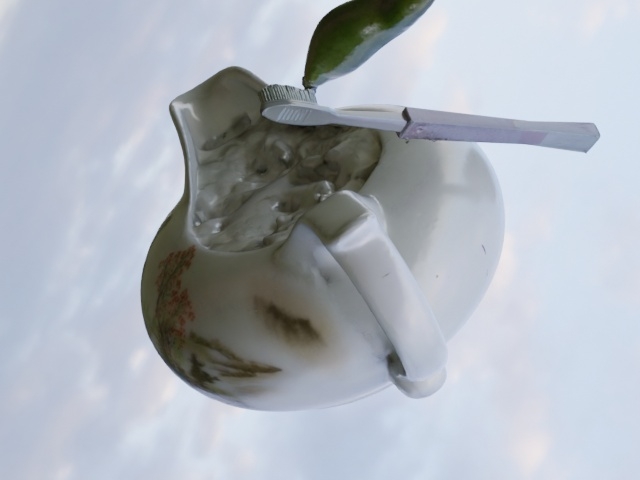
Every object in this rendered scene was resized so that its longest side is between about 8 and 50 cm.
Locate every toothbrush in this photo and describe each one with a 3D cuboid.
[{"bbox_3d":[0.056,-0.057,0.787,0.014,0.194,0.017,-54,-138,43],"label":"toothbrush"}]

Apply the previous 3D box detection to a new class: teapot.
[{"bbox_3d":[0.000,0.000,0.857,0.204,0.139,0.298,-32,-152,-12],"label":"teapot"}]

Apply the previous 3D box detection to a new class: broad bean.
[{"bbox_3d":[0.045,-0.209,1.556,0.213,0.070,0.048,-46,-171,31],"label":"broad bean"}]
